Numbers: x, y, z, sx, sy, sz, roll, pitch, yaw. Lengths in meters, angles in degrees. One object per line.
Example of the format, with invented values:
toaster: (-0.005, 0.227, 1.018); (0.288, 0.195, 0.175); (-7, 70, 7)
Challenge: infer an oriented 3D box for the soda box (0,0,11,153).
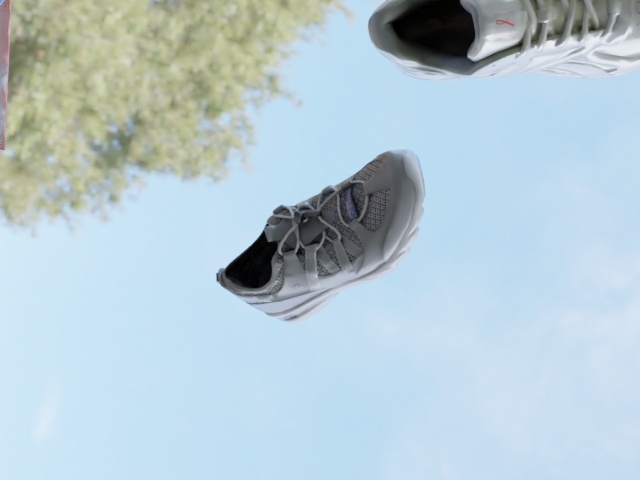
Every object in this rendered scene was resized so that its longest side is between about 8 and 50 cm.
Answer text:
soda box: (-0.298, -0.153, 1.182); (0.058, 0.063, 0.183); (-29, -123, 53)

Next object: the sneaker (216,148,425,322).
sneaker: (0.000, 0.000, 1.474); (0.281, 0.115, 0.105); (-43, -134, 36)

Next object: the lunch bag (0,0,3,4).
lunch bag: (-0.251, -0.318, 0.781); (0.239, 0.328, 0.385); (-60, -174, 27)

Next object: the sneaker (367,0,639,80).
sneaker: (0.138, -0.139, 0.912); (0.232, 0.115, 0.090); (-8, -82, 20)
